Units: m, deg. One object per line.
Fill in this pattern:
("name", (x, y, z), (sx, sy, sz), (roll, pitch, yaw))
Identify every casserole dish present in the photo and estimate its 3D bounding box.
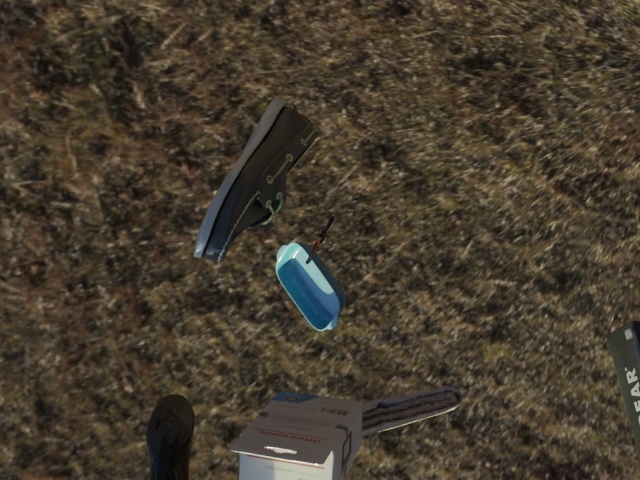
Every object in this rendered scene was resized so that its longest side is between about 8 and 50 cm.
("casserole dish", (-0.015, 0.083, 1.709), (0.188, 0.037, 0.114), (53, 136, 18))

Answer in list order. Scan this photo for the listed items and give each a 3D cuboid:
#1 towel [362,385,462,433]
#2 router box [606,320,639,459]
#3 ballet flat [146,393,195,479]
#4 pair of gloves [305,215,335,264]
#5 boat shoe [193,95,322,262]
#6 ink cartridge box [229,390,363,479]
("towel", (0.079, 0.298, 1.495), (0.187, 0.282, 0.049), (-30, 70, 47))
("router box", (0.641, 0.288, 1.516), (0.081, 0.243, 0.309), (129, 137, -58))
("ballet flat", (-0.255, 0.382, 1.543), (0.084, 0.250, 0.058), (-6, 141, -3))
("pair of gloves", (0.000, 0.000, 1.487), (0.010, 0.083, 0.074), (28, 128, 2))
("boat shoe", (-0.085, -0.081, 1.268), (0.091, 0.305, 0.109), (30, 142, -6))
("ink cartridge box", (-0.024, 0.226, 0.975), (0.104, 0.180, 0.060), (6, 101, 15))
